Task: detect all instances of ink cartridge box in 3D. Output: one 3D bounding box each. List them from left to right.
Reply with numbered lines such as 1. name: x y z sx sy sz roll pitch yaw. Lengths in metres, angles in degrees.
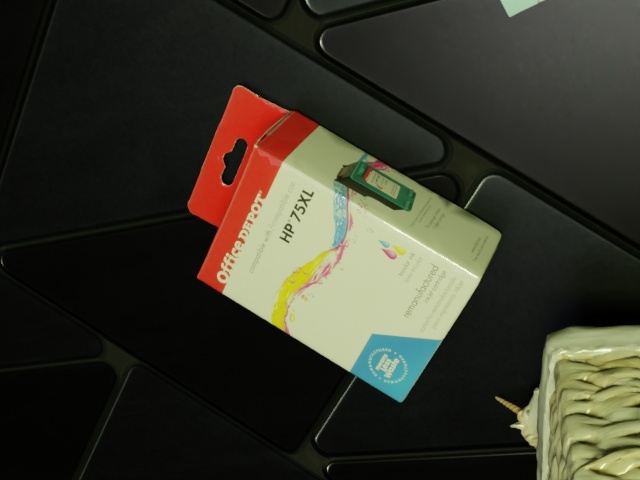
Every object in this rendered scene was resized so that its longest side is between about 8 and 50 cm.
1. ink cartridge box: 0.000 0.000 0.800 0.231 0.078 0.134 30 124 6

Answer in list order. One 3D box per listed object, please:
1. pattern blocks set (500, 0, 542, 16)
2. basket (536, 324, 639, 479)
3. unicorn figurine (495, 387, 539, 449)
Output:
1. pattern blocks set: 0.108 -0.309 0.621 0.285 0.026 0.325 -34 101 33
2. basket: 0.309 0.250 0.662 0.331 0.266 0.328 -2 116 8
3. unicorn figurine: 0.217 0.126 0.788 0.161 0.060 0.111 26 119 11
